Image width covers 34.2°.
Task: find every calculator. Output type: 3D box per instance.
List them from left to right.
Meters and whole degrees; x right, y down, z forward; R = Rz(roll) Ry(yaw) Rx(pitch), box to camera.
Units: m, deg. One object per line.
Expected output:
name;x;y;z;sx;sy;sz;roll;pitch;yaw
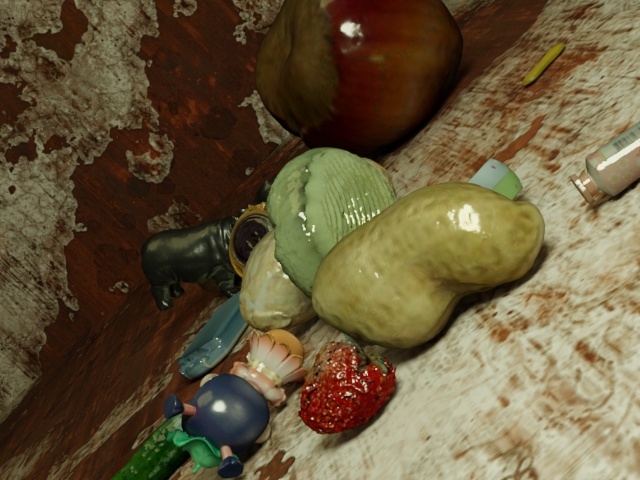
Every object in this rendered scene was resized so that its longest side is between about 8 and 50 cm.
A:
calculator;-0.158;0.144;1.688;0.121;0.039;0.210;-33;15;38

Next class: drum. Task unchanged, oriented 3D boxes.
drum;0.123;0.011;1.138;0.253;0.049;0.130;-49;-5;32

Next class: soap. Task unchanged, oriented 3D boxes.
soap;0.321;-0.254;1.498;0.089;0.012;0.034;-47;12;-14

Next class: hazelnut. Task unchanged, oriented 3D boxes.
hazelnut;0.069;-0.320;1.890;0.359;0.359;0.409;-48;7;-18

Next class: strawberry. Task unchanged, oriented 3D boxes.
strawberry;0.021;0.139;0.970;0.096;0.083;0.083;-50;9;15

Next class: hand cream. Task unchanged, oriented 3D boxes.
hand cream;0.316;-0.106;0.919;0.210;0.043;0.067;-36;15;12

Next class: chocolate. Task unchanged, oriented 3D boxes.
chocolate;0.000;0.000;1.418;0.309;0.134;0.134;-50;13;-30

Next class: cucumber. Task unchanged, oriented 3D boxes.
cucumber;-0.216;0.286;1.333;0.250;0.056;0.056;-47;11;2

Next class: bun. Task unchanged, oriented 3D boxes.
bun;0.011;-0.011;1.236;0.118;0.195;0.195;-25;21;43

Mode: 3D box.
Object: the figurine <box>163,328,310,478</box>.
figurine;-0.093;0.173;1.166;0.195;0.111;0.102;-52;-7;-33

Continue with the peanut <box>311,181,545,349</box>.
peanut;0.100;0.025;1.004;0.253;0.137;0.122;-37;-31;30

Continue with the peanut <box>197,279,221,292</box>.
peanut;-0.190;0.028;2.090;0.103;0.098;0.229;2;26;10

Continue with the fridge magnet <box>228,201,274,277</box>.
fridge magnet;-0.100;0.004;1.781;0.143;0.143;0.063;-41;-30;16

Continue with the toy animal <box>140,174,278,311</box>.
toy animal;-0.169;0.013;1.905;0.343;0.168;0.106;-25;15;19
